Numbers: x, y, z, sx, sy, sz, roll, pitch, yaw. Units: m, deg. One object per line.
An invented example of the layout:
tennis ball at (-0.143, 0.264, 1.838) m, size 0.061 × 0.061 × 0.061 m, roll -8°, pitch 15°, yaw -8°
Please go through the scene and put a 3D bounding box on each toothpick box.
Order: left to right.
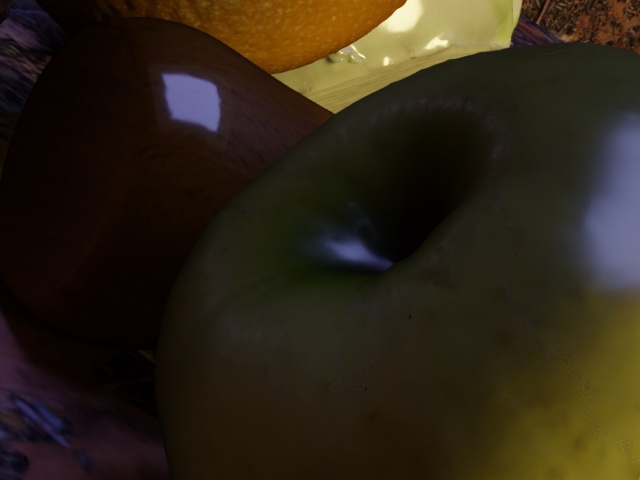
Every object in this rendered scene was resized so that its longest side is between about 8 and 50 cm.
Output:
toothpick box at (0.000, 0.000, 0.795) m, size 0.294 × 0.192 × 0.192 m, roll 16°, pitch 24°, yaw -33°

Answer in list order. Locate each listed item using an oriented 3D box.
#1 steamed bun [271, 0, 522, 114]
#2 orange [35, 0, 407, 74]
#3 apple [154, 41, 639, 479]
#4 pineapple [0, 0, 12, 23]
steamed bun at (-0.022, -0.224, 1.093) m, size 0.309 × 0.309 × 0.309 m, roll 32°, pitch 16°, yaw -11°
orange at (-0.051, -0.209, 0.834) m, size 0.264 × 0.264 × 0.264 m, roll 32°, pitch 16°, yaw -11°
apple at (0.080, 0.061, 0.613) m, size 0.279 × 0.279 × 0.279 m, roll 32°, pitch 16°, yaw -11°
pineapple at (-0.289, -0.183, 0.813) m, size 0.175 × 0.175 × 0.361 m, roll 19°, pitch 10°, yaw -45°
